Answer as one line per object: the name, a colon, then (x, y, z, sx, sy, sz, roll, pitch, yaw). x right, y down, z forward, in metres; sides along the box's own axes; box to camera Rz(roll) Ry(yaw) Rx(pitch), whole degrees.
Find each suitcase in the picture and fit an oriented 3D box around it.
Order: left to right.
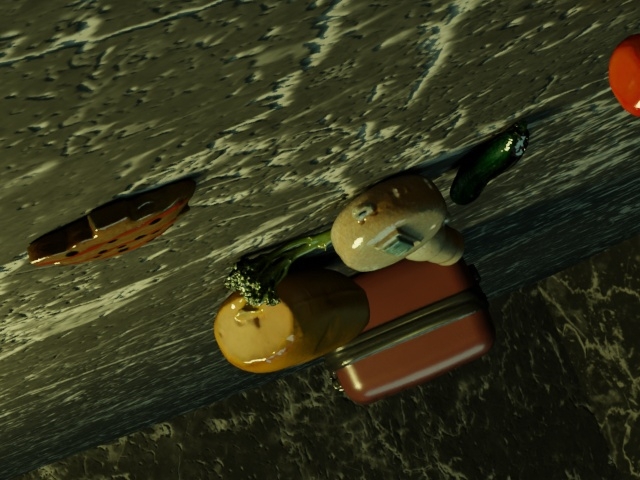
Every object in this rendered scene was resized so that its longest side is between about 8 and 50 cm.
suitcase: (0.113, 0.115, 2.335, 0.236, 0.161, 0.297, -23, 173, 0)

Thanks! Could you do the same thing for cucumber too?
cucumber: (0.149, -0.067, 1.577, 0.036, 0.033, 0.184, 0, 166, -13)

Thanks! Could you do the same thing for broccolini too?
broccolini: (-0.002, -0.002, 1.631, 0.194, 0.054, 0.052, -32, -163, 1)

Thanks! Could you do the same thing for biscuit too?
biscuit: (-0.133, -0.006, 1.169, 0.119, 0.019, 0.130, -23, 174, -1)

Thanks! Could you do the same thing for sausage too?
sausage: (-0.016, 0.081, 1.886, 0.112, 0.112, 0.328, -25, 173, 18)

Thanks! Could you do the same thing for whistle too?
whistle: (0.079, -0.006, 1.583, 0.107, 0.057, 0.220, -36, 160, 14)

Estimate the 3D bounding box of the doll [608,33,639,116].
doll: (0.345, -0.163, 1.156, 0.336, 0.105, 0.200, -14, 145, -28)
